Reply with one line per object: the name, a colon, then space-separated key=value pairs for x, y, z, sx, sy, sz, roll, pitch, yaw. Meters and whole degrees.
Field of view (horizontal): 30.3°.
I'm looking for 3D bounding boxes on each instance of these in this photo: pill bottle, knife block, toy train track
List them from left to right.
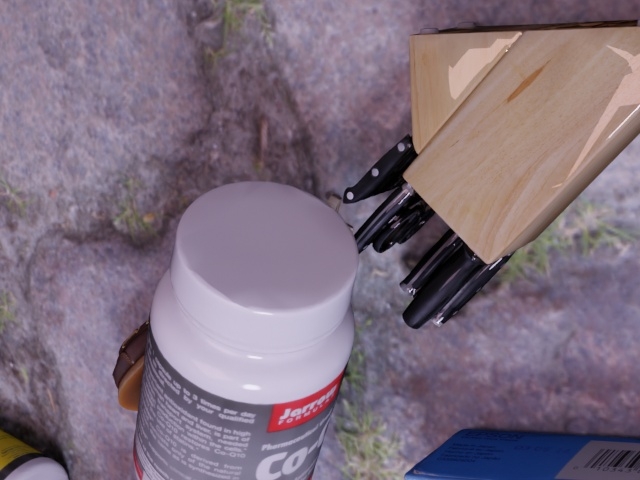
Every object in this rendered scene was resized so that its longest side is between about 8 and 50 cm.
pill bottle: x=-0.386 y=0.252 z=1.282 sx=0.209 sy=0.119 sz=0.119 roll=21 pitch=114 yaw=27
pill bottle: x=-0.062 y=0.101 z=0.956 sx=0.161 sy=0.161 sz=0.283 roll=36 pitch=138 yaw=21
toy train track: x=0.000 y=0.000 z=1.022 sx=0.048 sy=0.014 sz=0.083 roll=29 pitch=117 yaw=24
knife block: x=0.147 y=-0.039 z=0.870 sx=0.276 sy=0.088 sz=0.242 roll=4 pitch=105 yaw=32

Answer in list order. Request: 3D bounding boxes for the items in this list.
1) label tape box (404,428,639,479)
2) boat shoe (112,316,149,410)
label tape box: x=0.215 y=0.322 z=0.911 sx=0.241 sy=0.106 sz=0.333 roll=-3 pitch=102 yaw=35
boat shoe: x=-0.124 y=0.077 z=1.091 sx=0.207 sy=0.073 sz=0.073 roll=-37 pitch=41 yaw=29
